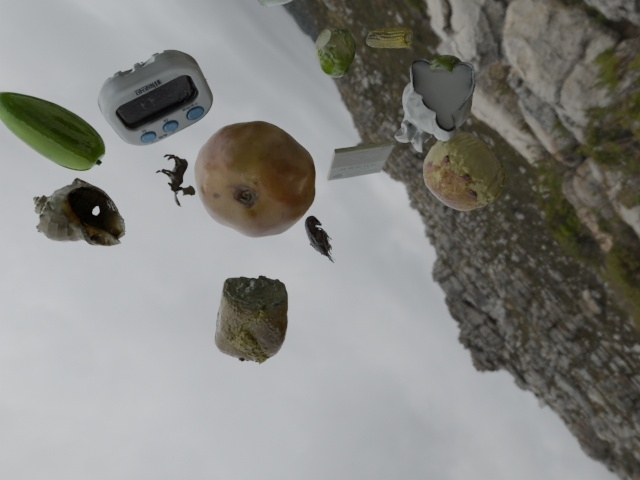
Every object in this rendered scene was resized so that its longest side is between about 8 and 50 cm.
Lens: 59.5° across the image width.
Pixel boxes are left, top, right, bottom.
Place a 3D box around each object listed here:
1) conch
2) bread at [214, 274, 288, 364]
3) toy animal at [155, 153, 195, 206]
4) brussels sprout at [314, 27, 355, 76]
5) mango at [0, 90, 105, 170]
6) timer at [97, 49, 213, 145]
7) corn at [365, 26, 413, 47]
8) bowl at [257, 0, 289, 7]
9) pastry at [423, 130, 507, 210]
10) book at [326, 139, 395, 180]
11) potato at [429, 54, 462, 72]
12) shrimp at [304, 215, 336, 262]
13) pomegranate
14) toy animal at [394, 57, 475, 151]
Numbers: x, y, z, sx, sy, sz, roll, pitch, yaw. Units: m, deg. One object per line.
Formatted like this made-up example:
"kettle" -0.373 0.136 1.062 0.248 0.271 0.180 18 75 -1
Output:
"conch" -0.866 -0.104 2.033 0.324 0.263 0.186 22 -155 -31
"bread" -0.193 0.222 1.574 0.196 0.246 0.176 3 -151 -16
"toy animal" -0.652 -0.281 2.557 0.186 0.094 0.214 36 -117 -36
"brussels sprout" 0.042 -0.572 1.703 0.118 0.155 0.155 14 170 38
"mango" -0.821 -0.339 1.701 0.343 0.156 0.192 35 -164 -36
"timer" -0.405 -0.353 1.393 0.087 0.262 0.237 59 175 22
"corn" 0.237 -0.706 1.953 0.072 0.072 0.203 35 172 -41
"bowl" -0.114 -1.033 2.146 0.146 0.313 0.313 24 -170 12
"pastry" 0.650 -0.306 2.587 0.388 0.313 0.388 49 -173 -9
"book" 0.142 -0.291 2.072 0.310 0.217 0.021 109 152 -78
"potato" 0.542 -0.720 2.454 0.186 0.148 0.253 48 173 -33
"shrimp" 0.000 0.000 1.716 0.165 0.057 0.065 58 -135 -17
"pomegranate" -0.221 -0.208 1.884 0.411 0.411 0.411 44 -165 -15
"toy animal" 0.318 -0.369 1.629 0.194 0.257 0.357 15 168 1
